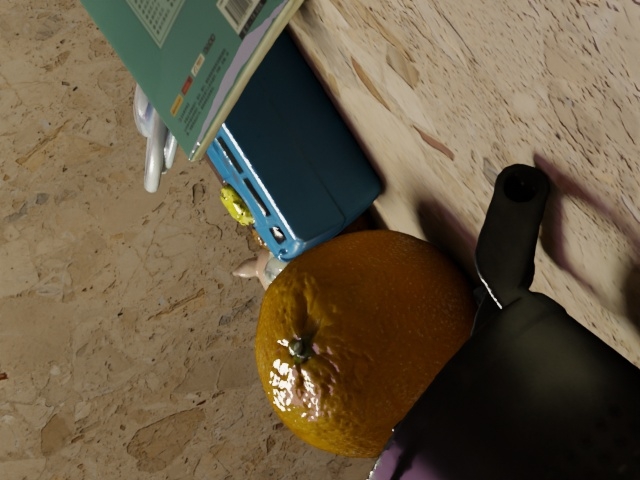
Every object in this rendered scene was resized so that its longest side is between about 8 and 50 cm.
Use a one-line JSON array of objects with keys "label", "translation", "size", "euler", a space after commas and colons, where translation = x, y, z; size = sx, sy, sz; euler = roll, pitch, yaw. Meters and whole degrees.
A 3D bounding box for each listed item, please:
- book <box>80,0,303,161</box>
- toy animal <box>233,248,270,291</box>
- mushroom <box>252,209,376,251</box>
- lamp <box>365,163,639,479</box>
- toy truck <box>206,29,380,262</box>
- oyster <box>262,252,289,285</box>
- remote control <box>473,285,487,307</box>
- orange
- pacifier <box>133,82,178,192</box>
[{"label": "book", "translation": [-0.178, -0.305, 1.333], "size": [0.379, 0.031, 0.264], "euler": [55, 134, 17]}, {"label": "toy animal", "translation": [-0.015, 0.069, 2.133], "size": [0.248, 0.165, 0.149], "euler": [36, 163, 47]}, {"label": "mushroom", "translation": [0.010, -0.011, 1.701], "size": [0.194, 0.138, 0.231], "euler": [33, 171, 41]}, {"label": "lamp", "translation": [0.181, 0.173, 0.868], "size": [0.272, 0.374, 0.205], "euler": [21, 156, 14]}, {"label": "toy truck", "translation": [-0.085, -0.159, 1.497], "size": [0.385, 0.161, 0.162], "euler": [58, 165, -8]}, {"label": "oyster", "translation": [-0.020, -0.001, 1.952], "size": [0.351, 0.115, 0.238], "euler": [30, 132, 53]}, {"label": "remote control", "translation": [0.197, 0.100, 1.252], "size": [0.043, 0.027, 0.152], "euler": [54, 179, -39]}, {"label": "orange", "translation": [0.051, 0.110, 1.359], "size": [0.264, 0.264, 0.264], "euler": [55, 174, 9]}, {"label": "pacifier", "translation": [-0.148, -0.165, 1.703], "size": [0.279, 0.207, 0.227], "euler": [-179, 100, -81]}]
